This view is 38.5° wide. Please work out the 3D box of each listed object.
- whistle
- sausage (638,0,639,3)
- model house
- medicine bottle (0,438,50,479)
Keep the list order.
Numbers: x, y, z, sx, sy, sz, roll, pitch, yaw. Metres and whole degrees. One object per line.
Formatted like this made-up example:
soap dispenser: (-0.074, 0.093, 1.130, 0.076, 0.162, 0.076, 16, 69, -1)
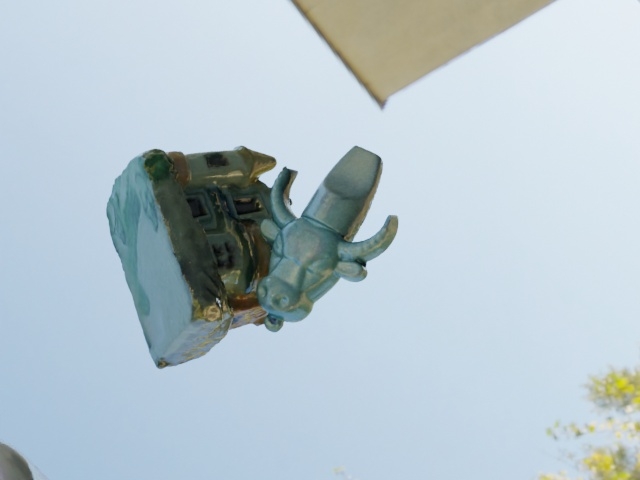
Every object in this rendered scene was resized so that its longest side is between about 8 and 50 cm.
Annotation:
whistle: (0.000, 0.000, 1.213, 0.273, 0.186, 0.093, -61, -27, -7)
sausage: (0.169, -0.083, 0.316, 0.198, 0.076, 0.076, 18, -124, -40)
model house: (-0.105, -0.001, 1.314, 0.325, 0.194, 0.267, -10, -112, -35)
medicine bottle: (-0.366, 0.399, 1.027, 0.256, 0.256, 0.324, -73, -30, -42)
